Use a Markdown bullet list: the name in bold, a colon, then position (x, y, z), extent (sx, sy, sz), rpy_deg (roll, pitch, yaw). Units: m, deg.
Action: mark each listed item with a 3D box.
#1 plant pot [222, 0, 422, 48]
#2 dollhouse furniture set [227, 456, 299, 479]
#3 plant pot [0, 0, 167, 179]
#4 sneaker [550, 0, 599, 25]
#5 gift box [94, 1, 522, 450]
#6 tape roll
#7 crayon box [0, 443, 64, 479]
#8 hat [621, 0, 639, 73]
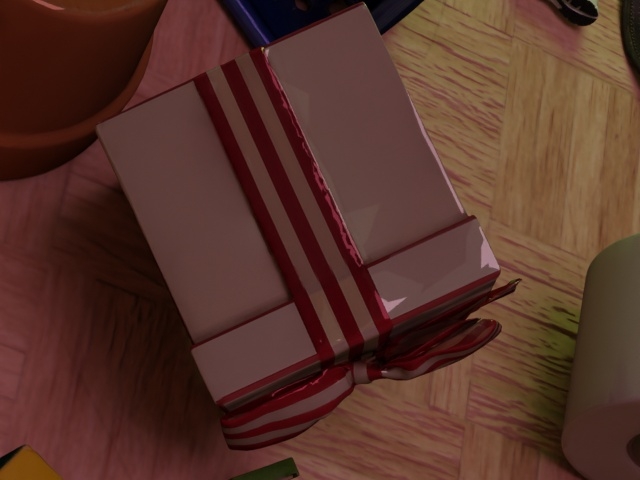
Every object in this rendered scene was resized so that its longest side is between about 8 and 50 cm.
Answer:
- **plant pot**: position (0.035, -0.301, 1.671), extent (0.212, 0.236, 0.236), rpy_deg (-33, 90, -43)
- **dollhouse furniture set**: position (-0.029, 0.250, 1.494), extent (0.059, 0.076, 0.151), rpy_deg (-14, 78, -35)
- **plant pot**: position (-0.231, -0.214, 1.475), extent (0.291, 0.203, 0.290), rpy_deg (13, 65, -29)
- **sneaker**: position (0.229, -0.255, 1.900), extent (0.109, 0.040, 0.043), rpy_deg (41, 38, -17)
- **gift box**: position (0.000, 0.000, 1.485), extent (0.255, 0.276, 0.258), rpy_deg (-25, 81, 2)
- **tape roll**: position (0.340, 0.118, 1.684), extent (0.246, 0.246, 0.169), rpy_deg (26, 58, -22)
- **crayon box**: position (-0.195, 0.378, 1.316), extent (0.363, 0.106, 0.313), rpy_deg (48, 54, -6)
- **hat**: position (0.471, -0.212, 1.964), extent (0.331, 0.134, 0.331), rpy_deg (12, 62, -24)
